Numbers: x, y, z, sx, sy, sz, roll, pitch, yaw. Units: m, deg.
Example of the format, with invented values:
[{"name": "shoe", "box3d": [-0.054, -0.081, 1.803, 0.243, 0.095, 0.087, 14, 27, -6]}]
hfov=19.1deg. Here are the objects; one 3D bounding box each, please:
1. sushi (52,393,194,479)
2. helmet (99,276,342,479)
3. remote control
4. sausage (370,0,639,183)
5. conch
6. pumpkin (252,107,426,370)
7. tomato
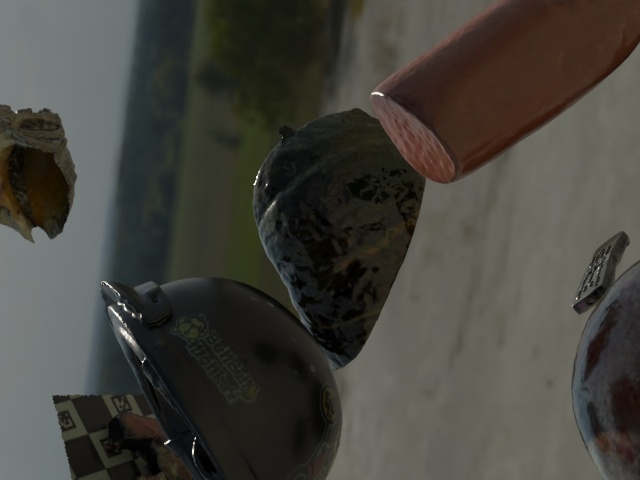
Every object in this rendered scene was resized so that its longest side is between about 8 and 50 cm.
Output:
[{"name": "sushi", "box3d": [-0.169, 0.279, 2.036, 0.043, 0.193, 0.279, -40, 58, 38]}, {"name": "helmet", "box3d": [-0.077, 0.128, 1.729, 0.279, 0.160, 0.230, 58, 170, 22]}, {"name": "remote control", "box3d": [0.370, 0.041, 2.498, 0.059, 0.028, 0.212, -37, 7, 26]}, {"name": "sausage", "box3d": [0.172, -0.152, 1.589, 0.113, 0.259, 0.113, 47, 160, 23]}, {"name": "conch", "box3d": [-0.411, -0.099, 2.581, 0.178, 0.163, 0.245, 21, 134, 45]}, {"name": "pumpkin", "box3d": [0.000, 0.004, 1.974, 0.111, 0.163, 0.278, -117, 48, -68]}, {"name": "tomato", "box3d": [0.393, 0.149, 1.819, 0.316, 0.283, 0.316, 47, -154, -32]}]
